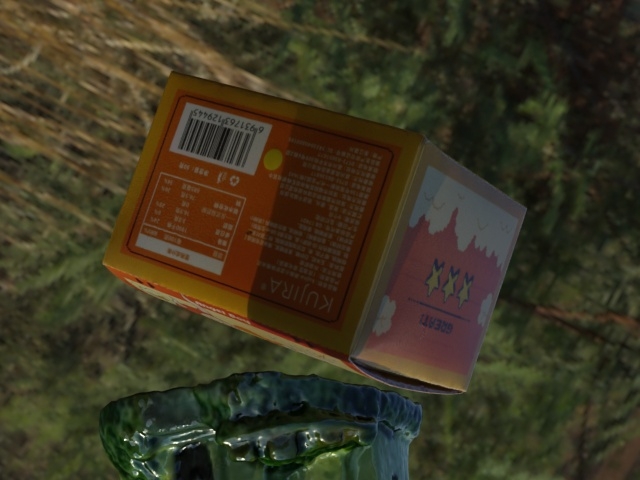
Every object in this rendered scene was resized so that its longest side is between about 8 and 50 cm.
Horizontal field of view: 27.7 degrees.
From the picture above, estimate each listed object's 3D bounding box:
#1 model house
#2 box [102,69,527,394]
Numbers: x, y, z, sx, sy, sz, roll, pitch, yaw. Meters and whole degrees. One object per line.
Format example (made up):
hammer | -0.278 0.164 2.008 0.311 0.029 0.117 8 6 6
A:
model house | -0.036 0.208 0.935 0.195 0.214 0.189 37 46 -63
box | 0.000 0.000 1.226 0.259 0.283 0.214 27 83 -59
